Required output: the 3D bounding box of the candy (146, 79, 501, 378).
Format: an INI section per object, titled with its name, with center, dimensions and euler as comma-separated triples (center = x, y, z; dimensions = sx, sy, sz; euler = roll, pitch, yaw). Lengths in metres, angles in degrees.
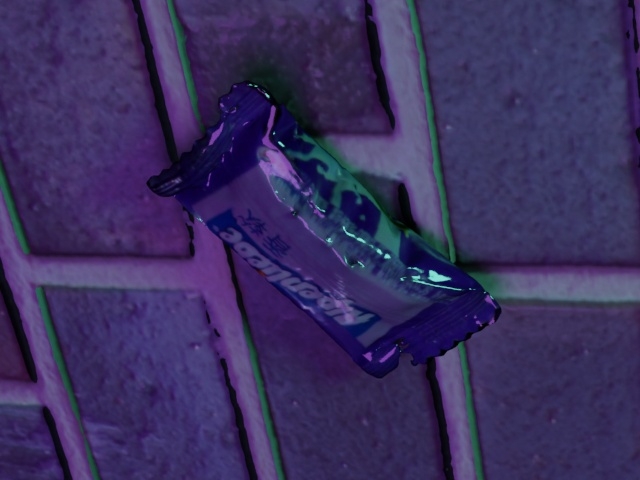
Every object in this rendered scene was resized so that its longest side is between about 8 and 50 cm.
[candy]
center = 0.000, 0.000, 1.291
dimensions = 0.275, 0.070, 0.145
euler = 40, 134, -18
